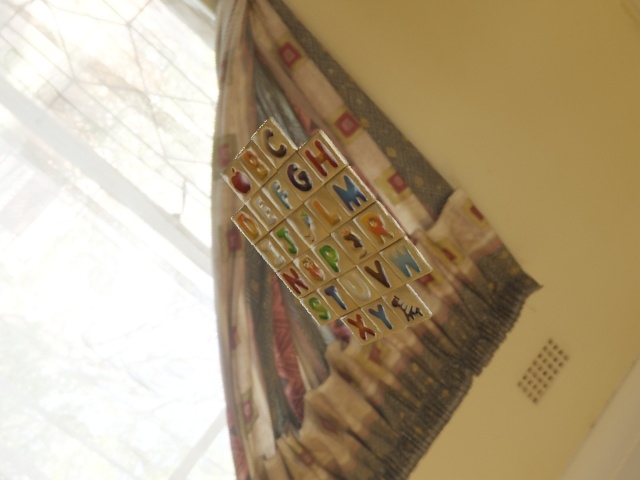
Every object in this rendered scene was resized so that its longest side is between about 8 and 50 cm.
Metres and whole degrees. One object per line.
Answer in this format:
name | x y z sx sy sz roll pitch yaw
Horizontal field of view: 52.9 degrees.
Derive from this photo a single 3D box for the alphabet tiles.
alphabet tiles | 0.000 0.000 0.918 0.011 0.343 0.285 -42 -176 -37
